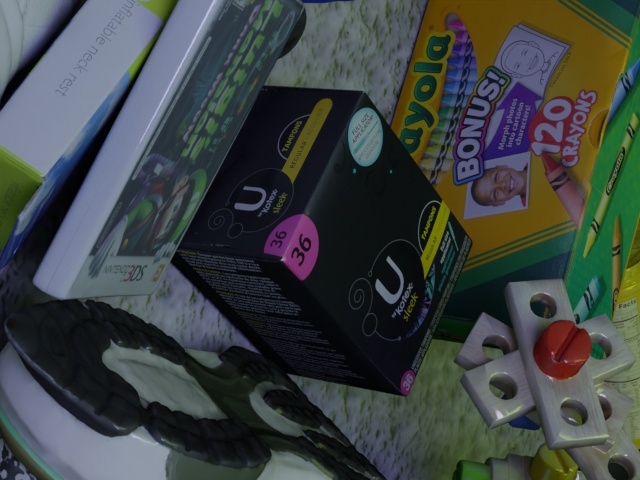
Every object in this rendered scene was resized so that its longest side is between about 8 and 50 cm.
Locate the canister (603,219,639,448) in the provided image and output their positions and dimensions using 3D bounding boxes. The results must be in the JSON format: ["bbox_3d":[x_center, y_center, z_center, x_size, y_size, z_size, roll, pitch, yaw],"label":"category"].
[{"bbox_3d":[0.252,0.071,1.463,0.126,0.073,0.170,-38,126,-43],"label":"canister"}]

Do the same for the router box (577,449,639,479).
[{"bbox_3d":[0.221,0.238,1.473,0.179,0.046,0.133,-17,109,-51],"label":"router box"}]

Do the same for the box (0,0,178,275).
[{"bbox_3d":[-0.122,-0.069,0.893,0.042,0.109,0.178,35,64,-3],"label":"box"}]

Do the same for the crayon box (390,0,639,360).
[{"bbox_3d":[0.135,-0.066,1.202,0.081,0.165,0.278,32,70,-51],"label":"crayon box"}]

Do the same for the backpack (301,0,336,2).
[{"bbox_3d":[0.015,-0.217,1.071,0.098,0.101,0.120,-53,132,-42],"label":"backpack"}]

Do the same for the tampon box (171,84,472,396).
[{"bbox_3d":[0.000,0.000,1.086,0.161,0.101,0.120,49,57,-45],"label":"tampon box"}]

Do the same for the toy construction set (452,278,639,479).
[{"bbox_3d":[0.150,0.172,1.096,0.328,0.151,0.215,87,8,-57],"label":"toy construction set"}]

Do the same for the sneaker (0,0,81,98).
[{"bbox_3d":[-0.184,-0.205,0.819,0.129,0.111,0.297,-50,141,-47],"label":"sneaker"}]

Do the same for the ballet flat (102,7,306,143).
[{"bbox_3d":[-0.077,-0.101,1.025,0.173,0.049,0.057,-34,136,-38],"label":"ballet flat"}]

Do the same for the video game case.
[{"bbox_3d":[-0.073,-0.056,0.936,0.190,0.022,0.173,-62,172,4],"label":"video game case"}]

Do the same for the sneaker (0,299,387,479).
[{"bbox_3d":[-0.083,0.161,1.019,0.182,0.158,0.410,-48,146,9],"label":"sneaker"}]
